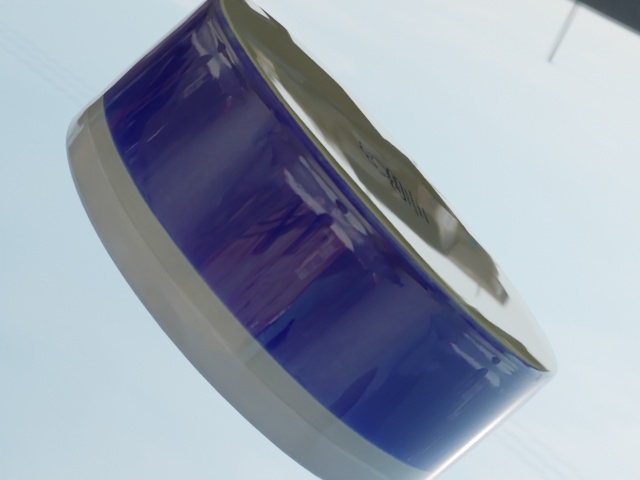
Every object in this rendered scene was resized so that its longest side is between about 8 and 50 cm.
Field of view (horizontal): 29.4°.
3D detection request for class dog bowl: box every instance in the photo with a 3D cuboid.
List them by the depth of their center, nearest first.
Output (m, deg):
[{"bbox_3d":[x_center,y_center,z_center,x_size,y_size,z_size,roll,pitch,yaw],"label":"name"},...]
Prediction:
[{"bbox_3d":[0.000,0.000,0.634,0.265,0.104,0.265,46,-169,-12],"label":"dog bowl"}]
